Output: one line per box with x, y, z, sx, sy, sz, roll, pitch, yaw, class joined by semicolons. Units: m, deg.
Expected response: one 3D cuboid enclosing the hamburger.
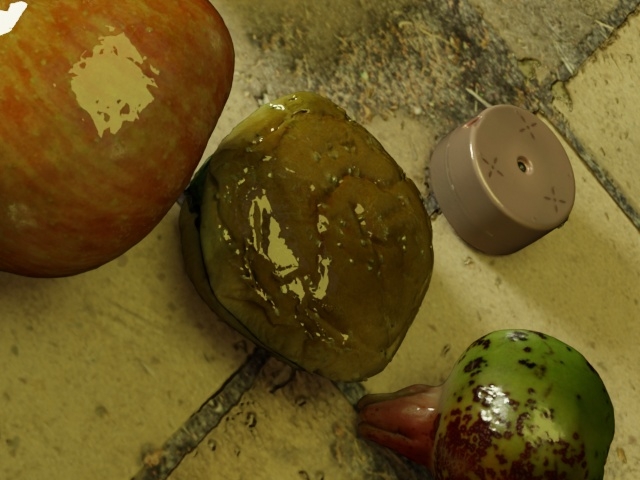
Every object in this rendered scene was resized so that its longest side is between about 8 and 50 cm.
-0.001;-0.002;1.905;0.265;0.134;0.285;40;51;-11;hamburger

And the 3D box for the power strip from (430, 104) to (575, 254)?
0.197;-0.063;2.123;0.154;0.078;0.154;20;55;-31;power strip

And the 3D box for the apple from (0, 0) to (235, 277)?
-0.227;-0.124;1.704;0.250;0.277;0.309;32;40;-16;apple

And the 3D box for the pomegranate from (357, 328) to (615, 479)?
0.156;0.185;1.905;0.248;0.214;0.214;9;56;4;pomegranate
